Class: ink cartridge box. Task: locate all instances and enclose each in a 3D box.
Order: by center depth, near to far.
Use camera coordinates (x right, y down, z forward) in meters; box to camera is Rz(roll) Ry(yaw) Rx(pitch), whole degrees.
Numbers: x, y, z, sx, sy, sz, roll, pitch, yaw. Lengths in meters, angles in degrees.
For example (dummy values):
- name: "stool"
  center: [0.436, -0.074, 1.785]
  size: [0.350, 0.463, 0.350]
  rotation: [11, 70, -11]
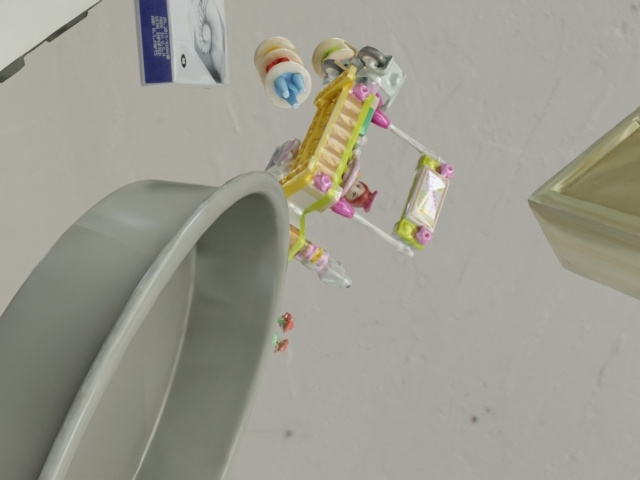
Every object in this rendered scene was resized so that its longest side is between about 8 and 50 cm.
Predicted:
- name: "ink cartridge box"
  center: [-0.139, -0.276, 1.059]
  size: [0.045, 0.224, 0.223]
  rotation: [-2, -81, 14]

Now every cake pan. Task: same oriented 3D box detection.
- name: "cake pan"
  center: [-0.092, 0.100, 0.452]
  size: [0.054, 0.293, 0.293]
  rotation: [19, -90, 10]

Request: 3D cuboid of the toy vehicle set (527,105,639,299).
- name: "toy vehicle set"
  center: [0.195, -0.023, 0.261]
  size: [0.166, 0.035, 0.267]
  rotation: [-38, -157, -10]

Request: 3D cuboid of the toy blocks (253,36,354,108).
- name: "toy blocks"
  center: [-0.005, -0.181, 1.089]
  size: [0.148, 0.123, 0.054]
  rotation: [-111, -157, -61]

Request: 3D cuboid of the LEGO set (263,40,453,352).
- name: "LEGO set"
  center: [0.000, 0.000, 0.686]
  size: [0.287, 0.107, 0.132]
  rotation: [-60, -162, -9]

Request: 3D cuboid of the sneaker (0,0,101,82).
- name: "sneaker"
  center: [-0.110, -0.117, 0.264]
  size: [0.107, 0.124, 0.283]
  rotation: [22, -123, 11]
